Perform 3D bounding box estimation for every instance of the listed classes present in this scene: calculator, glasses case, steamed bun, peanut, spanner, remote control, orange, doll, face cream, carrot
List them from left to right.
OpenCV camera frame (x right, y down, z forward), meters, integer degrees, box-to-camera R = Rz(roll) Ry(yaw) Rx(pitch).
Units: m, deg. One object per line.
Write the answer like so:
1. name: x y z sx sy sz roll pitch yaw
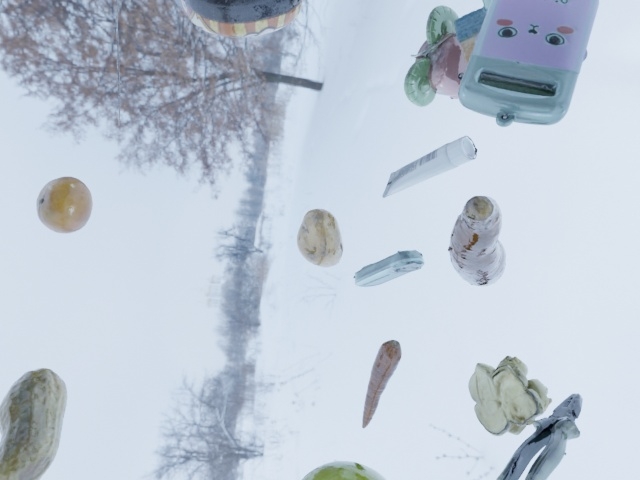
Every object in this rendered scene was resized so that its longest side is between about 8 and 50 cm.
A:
1. peanut: -0.560 0.363 0.912 0.110 0.120 0.237 119 153 -47
2. orange: -0.691 -0.097 1.286 0.156 0.124 0.156 -3 85 41
3. glasses case: -0.130 -0.332 0.519 0.321 0.122 0.082 58 156 25
4. carrot: 0.115 0.294 0.964 0.048 0.048 0.216 -101 25 -68
5. remote control: 0.201 0.087 1.424 0.247 0.104 0.052 -29 61 43
6. face cream: 0.248 -0.172 1.128 0.243 0.058 0.092 -21 34 45
7. doll: 0.353 -0.539 1.455 0.216 0.268 0.284 28 101 41
8. steamed bun: 0.477 0.389 1.216 0.177 0.106 0.192 -56 45 33
9. calculator: 0.277 -0.253 0.635 0.246 0.141 0.045 -66 -19 -15
10. spanner: 0.460 0.395 0.956 0.095 0.324 0.040 -30 85 49

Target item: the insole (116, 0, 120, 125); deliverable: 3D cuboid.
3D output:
1. insole: -0.303 -0.300 0.716 0.086 0.005 0.253 -137 50 -58

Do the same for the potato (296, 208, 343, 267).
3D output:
1. potato: 0.000 -0.003 1.120 0.112 0.112 0.147 -105 7 -72

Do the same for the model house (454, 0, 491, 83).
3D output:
1. model house: 0.483 -0.553 1.250 0.194 0.267 0.325 -38 -70 -55

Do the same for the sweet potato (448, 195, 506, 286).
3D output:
1. sweet potato: 0.156 0.014 0.473 0.264 0.057 0.057 31 -117 -67

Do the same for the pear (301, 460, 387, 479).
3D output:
1. pear: 0.017 0.371 0.553 0.180 0.166 0.216 -43 9 45
